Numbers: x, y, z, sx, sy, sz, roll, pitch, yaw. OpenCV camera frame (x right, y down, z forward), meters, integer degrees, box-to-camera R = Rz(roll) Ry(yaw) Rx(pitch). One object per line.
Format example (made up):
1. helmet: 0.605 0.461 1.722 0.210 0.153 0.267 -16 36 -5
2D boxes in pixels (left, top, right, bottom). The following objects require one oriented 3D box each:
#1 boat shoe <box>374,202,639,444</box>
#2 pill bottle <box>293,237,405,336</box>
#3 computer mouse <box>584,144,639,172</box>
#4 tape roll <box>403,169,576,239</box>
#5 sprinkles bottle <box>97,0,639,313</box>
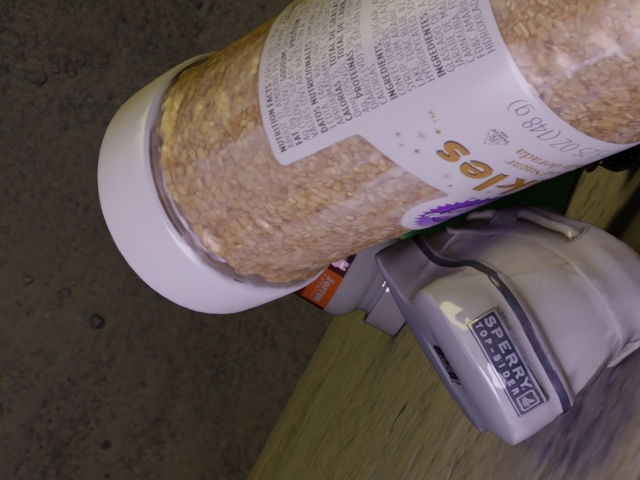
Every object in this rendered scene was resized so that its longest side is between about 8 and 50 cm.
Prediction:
1. boat shoe: 0.086 0.025 0.745 0.088 0.096 0.267 -30 -2 -2
2. pill bottle: 0.000 0.000 1.674 0.121 0.221 0.121 -61 1 2
3. computer mouse: 0.195 -0.141 0.802 0.262 0.060 0.184 83 -149 -72
4. tape roll: 0.122 -0.111 0.957 0.321 0.077 0.321 17 -90 -84
5. sprinkles bottle: 0.047 -0.067 0.695 0.355 0.121 0.121 -24 30 48
